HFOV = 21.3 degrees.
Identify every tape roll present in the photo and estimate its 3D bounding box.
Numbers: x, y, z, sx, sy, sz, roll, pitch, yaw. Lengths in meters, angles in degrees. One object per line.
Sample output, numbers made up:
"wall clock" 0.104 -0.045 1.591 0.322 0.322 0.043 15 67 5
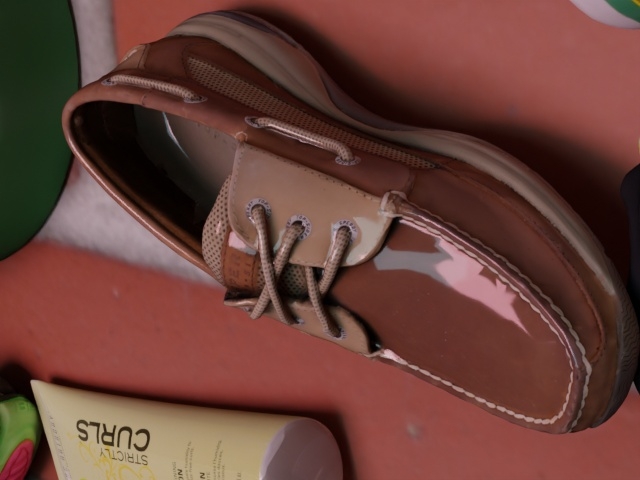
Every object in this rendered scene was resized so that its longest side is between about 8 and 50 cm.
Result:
"tape roll" -0.285 -0.124 1.041 0.321 0.077 0.321 17 118 35

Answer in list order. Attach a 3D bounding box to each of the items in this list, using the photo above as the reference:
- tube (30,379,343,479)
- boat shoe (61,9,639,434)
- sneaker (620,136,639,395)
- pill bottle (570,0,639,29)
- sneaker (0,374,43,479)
"tube" -0.090 0.129 0.987 0.240 0.062 0.070 -1 65 47
"boat shoe" 0.000 0.000 0.788 0.324 0.116 0.123 32 131 37
"sneaker" 0.178 0.060 0.729 0.097 0.084 0.234 20 122 63
"pill bottle" 0.180 -0.153 0.597 0.208 0.117 0.117 -12 99 43
"sneaker" -0.394 0.152 1.169 0.483 0.185 0.202 -17 82 34
